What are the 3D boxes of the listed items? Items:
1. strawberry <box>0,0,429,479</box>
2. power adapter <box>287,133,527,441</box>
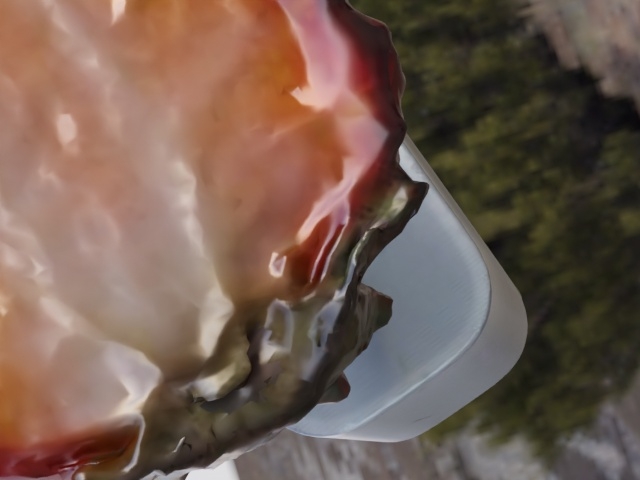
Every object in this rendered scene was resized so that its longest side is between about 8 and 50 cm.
[{"bbox_3d":[-0.084,-0.034,0.525,0.236,0.190,0.111,57,167,7],"label":"strawberry"},{"bbox_3d":[0.000,0.000,0.830,0.187,0.124,0.255,54,-174,12],"label":"power adapter"}]
